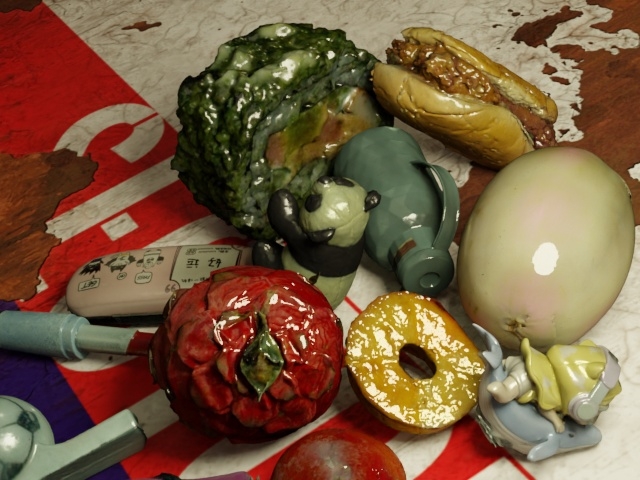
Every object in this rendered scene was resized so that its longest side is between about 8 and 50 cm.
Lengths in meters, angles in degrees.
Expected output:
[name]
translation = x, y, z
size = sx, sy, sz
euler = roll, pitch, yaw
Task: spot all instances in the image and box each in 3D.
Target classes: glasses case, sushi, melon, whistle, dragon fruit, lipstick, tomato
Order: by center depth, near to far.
[tomato]
translation = 0.010, 0.297, 1.418
size = 0.173, 0.099, 0.189
euler = 24, 56, 33
[dragon fruit]
translation = -0.102, 0.143, 1.519
size = 0.299, 0.244, 0.244
euler = 0, 40, 45
[whistle]
translation = -0.392, 0.263, 1.534
size = 0.290, 0.163, 0.163
euler = -27, 43, -15
[melon]
translation = 0.303, 0.007, 1.560
size = 0.223, 0.223, 0.317
euler = 9, 43, 24
[lipstick]
translation = -0.350, 0.143, 1.714
size = 0.274, 0.068, 0.061
euler = 4, 39, 21
[glasses case]
translation = -0.233, 0.066, 1.760
size = 0.315, 0.075, 0.122
euler = -4, 45, 12
[sushi]
translation = -0.060, -0.187, 1.827
size = 0.352, 0.294, 0.178
euler = -37, 49, -28

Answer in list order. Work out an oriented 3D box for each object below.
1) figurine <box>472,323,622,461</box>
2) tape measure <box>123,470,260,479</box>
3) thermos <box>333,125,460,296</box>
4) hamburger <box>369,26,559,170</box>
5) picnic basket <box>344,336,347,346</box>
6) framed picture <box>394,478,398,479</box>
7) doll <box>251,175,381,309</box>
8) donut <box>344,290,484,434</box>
[figurine]
translation = 0.268, 0.180, 1.419
size = 0.184, 0.208, 0.128
euler = -43, 15, 12
[tape measure]
translation = -0.194, 0.373, 1.355
size = 0.232, 0.149, 0.245
euler = -4, 42, 12
[thermos]
translation = 0.127, -0.047, 1.713
size = 0.145, 0.182, 0.286
euler = 14, 32, -28
[hamburger]
translation = 0.227, -0.218, 1.794
size = 0.282, 0.245, 0.155
euler = 26, 91, 19
[picnic basket]
translation = 0.075, 0.137, 1.604
size = 0.083, 0.065, 0.083
euler = 2, 60, 17
[framed picture]
translation = 0.059, 0.416, 1.275
size = 0.192, 0.018, 0.265
euler = -22, 61, -9
[doll]
translation = 0.001, 0.001, 1.657
size = 0.144, 0.234, 0.135
euler = -12, 45, -35
[donut]
translation = 0.117, 0.165, 1.516
size = 0.190, 0.074, 0.174
euler = 34, 60, 7
